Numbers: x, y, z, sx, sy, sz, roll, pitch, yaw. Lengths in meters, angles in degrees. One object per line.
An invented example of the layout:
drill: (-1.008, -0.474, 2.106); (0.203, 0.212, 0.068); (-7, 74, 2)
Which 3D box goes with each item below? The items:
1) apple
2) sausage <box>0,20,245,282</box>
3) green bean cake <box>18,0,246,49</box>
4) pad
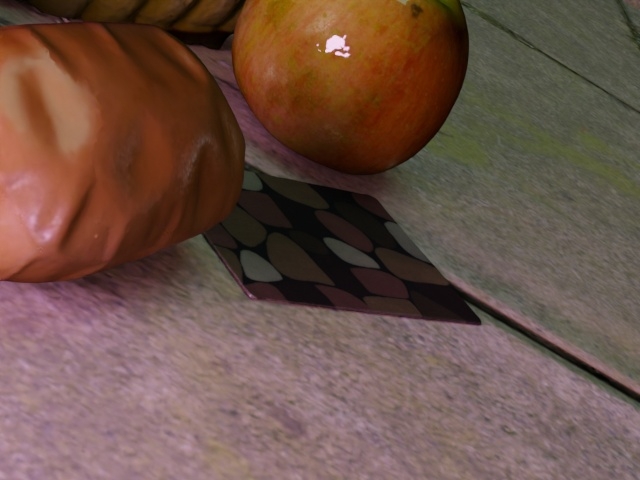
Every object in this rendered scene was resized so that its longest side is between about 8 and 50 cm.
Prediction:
apple: (0.028, -0.154, 1.073); (0.196, 0.196, 0.196); (28, 23, -13)
sausage: (-0.125, -0.052, 0.729); (0.241, 0.120, 0.136); (-27, 96, -62)
green bean cake: (-0.147, -0.333, 1.088); (0.310, 0.202, 0.285); (-5, 60, -51)
pad: (0.000, 0.000, 0.944); (0.235, 0.003, 0.158); (9, 32, -44)
